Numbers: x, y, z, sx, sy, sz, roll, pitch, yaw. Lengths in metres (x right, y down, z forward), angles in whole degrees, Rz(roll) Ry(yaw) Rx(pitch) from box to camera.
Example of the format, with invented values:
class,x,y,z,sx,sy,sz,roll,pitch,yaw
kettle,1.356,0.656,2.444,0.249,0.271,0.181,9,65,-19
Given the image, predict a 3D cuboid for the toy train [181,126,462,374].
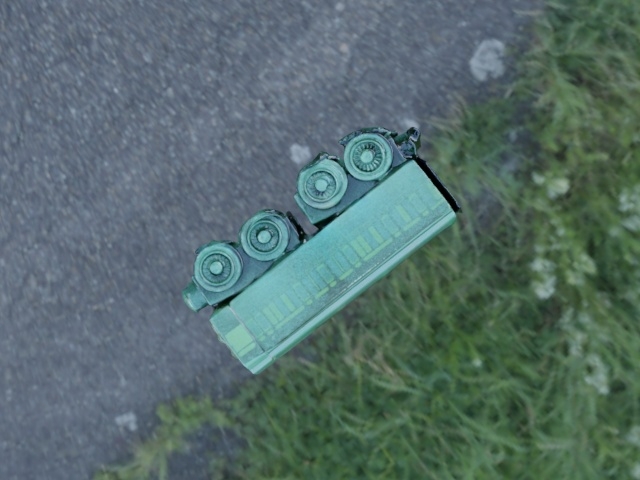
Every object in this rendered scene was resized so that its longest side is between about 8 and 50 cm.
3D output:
class,x,y,z,sx,sy,sz,roll,pitch,yaw
toy train,0.000,0.000,0.550,0.148,0.038,0.071,-38,92,2
